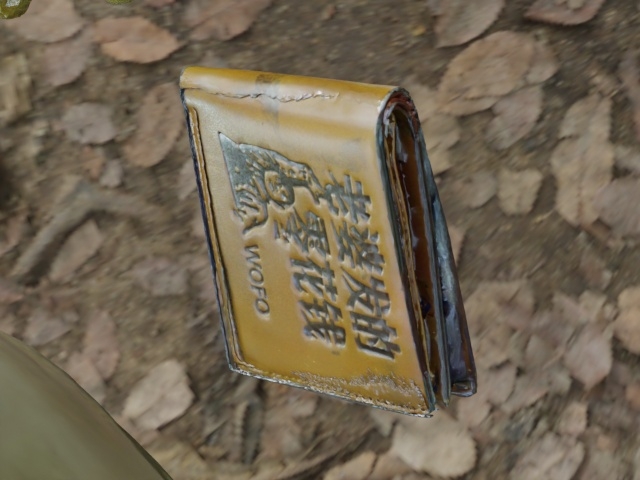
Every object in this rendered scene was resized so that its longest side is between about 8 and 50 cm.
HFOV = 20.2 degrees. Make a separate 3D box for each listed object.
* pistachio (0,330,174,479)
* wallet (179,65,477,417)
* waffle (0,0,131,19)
[{"bbox_3d":[-0.078,0.109,0.410,0.138,0.153,0.238,-37,93,-15],"label":"pistachio"},{"bbox_3d":[-0.001,0.001,0.999,0.161,0.042,0.195,8,120,38],"label":"wallet"},{"bbox_3d":[-0.068,-0.138,0.509,0.160,0.046,0.192,-5,144,3],"label":"waffle"}]
